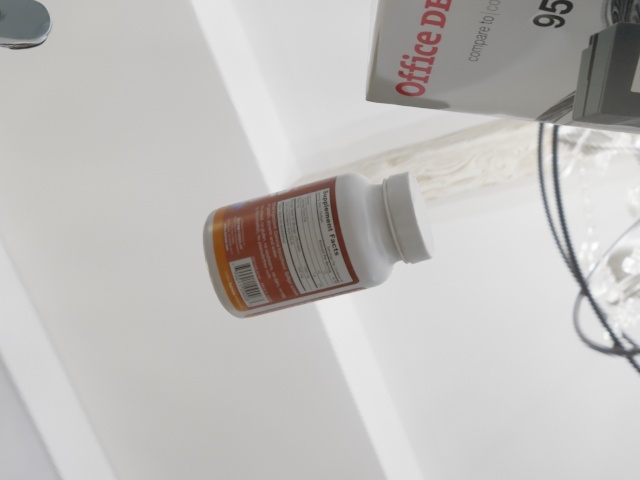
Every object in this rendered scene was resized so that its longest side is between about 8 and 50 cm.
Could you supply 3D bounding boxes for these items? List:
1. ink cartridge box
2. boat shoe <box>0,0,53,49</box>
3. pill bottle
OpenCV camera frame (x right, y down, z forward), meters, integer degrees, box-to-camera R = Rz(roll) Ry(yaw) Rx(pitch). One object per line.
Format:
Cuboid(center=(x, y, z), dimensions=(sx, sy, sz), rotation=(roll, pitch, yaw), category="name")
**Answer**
Cuboid(center=(0.236, -0.203, 0.676), dimensions=(0.395, 0.285, 0.166), rotation=(7, -107, 1), category="ink cartridge box")
Cuboid(center=(-0.399, -0.250, 1.083), dimensions=(0.184, 0.083, 0.065), rotation=(7, -92, -17), category="boat shoe")
Cuboid(center=(0.000, 0.000, 0.973), dimensions=(0.216, 0.121, 0.121), rotation=(-14, -75, 13), category="pill bottle")
